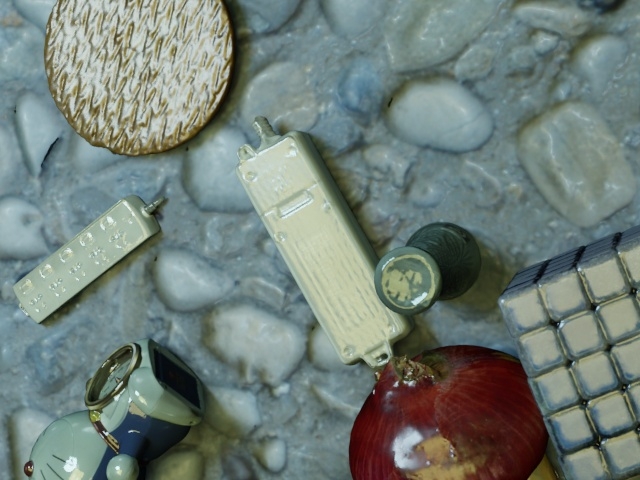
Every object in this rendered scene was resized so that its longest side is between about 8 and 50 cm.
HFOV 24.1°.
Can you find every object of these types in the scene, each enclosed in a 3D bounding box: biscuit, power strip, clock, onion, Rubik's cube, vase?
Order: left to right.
[{"bbox_3d":[-0.295,0.020,1.919,0.252,0.027,0.060,-37,85,15],"label":"power strip"},{"bbox_3d":[-0.259,0.253,1.863,0.146,0.199,0.243,37,102,-27],"label":"clock"},{"bbox_3d":[-0.225,-0.234,1.873,0.262,0.037,0.262,1,95,15],"label":"biscuit"},{"bbox_3d":[0.000,0.000,1.821,0.098,0.058,0.338,-30,87,16],"label":"power strip"},{"bbox_3d":[0.119,0.034,1.707,0.096,0.219,0.096,1,95,14],"label":"vase"},{"bbox_3d":[0.140,0.216,1.711,0.248,0.161,0.248,-19,52,26],"label":"onion"},{"bbox_3d":[0.349,0.110,1.640,0.237,0.238,0.237,-21,91,14],"label":"Rubik's cube"}]

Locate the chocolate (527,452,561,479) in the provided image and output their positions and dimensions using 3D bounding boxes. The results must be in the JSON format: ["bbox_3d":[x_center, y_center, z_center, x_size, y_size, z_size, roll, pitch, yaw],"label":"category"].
[{"bbox_3d":[0.270,0.346,1.772,0.085,0.085,0.219,-25,92,16],"label":"chocolate"}]
